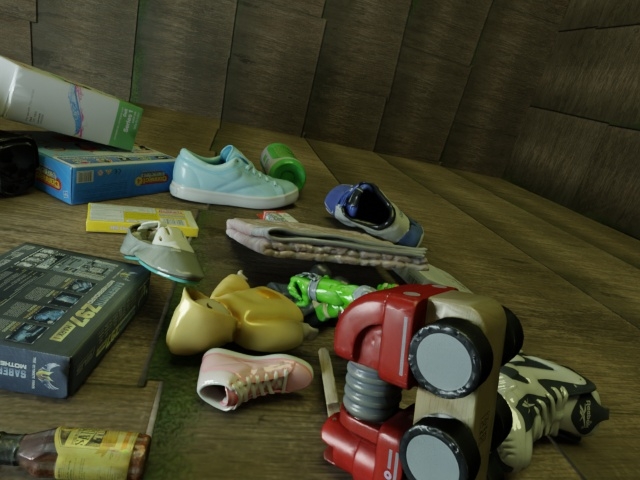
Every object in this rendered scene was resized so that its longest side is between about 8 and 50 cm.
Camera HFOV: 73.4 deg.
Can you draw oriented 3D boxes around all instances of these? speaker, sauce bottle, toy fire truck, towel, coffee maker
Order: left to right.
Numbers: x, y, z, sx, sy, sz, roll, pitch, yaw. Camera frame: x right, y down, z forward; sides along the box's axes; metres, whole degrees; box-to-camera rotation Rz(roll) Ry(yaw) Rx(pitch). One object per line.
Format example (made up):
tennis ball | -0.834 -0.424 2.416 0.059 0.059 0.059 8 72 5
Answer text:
coffee maker | -0.687 -0.191 0.869 0.179 0.171 0.120 16 47 14
sauce bottle | -0.215 0.182 0.367 0.128 0.042 0.042 11 20 -13
speaker | -0.130 -0.244 1.442 0.131 0.131 0.296 7 21 -17
towel | 0.000 0.000 0.868 0.332 0.053 0.317 7 4 -22
toy fire truck | 0.058 0.144 0.438 0.247 0.216 0.159 9 8 38

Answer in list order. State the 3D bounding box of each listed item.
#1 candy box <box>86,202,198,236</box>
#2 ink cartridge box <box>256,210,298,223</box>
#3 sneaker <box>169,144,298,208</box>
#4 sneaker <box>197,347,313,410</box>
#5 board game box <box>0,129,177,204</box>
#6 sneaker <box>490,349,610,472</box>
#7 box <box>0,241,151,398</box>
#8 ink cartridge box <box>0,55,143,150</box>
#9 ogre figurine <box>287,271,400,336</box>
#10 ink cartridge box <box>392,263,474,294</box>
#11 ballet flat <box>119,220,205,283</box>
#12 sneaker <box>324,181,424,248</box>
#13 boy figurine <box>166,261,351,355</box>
candy box | -0.366 -0.042 0.888 0.206 0.027 0.105 3 20 -27
ink cartridge box | -0.111 -0.056 1.089 0.063 0.029 0.115 -1 25 -34
sneaker | -0.212 -0.176 1.170 0.366 0.150 0.135 -1 25 -35
sneaker | -0.076 0.166 0.493 0.135 0.050 0.070 9 22 -3
board game box | -0.575 -0.195 1.076 0.302 0.086 0.308 22 21 23
sneaker | 0.286 0.212 0.537 0.153 0.093 0.235 11 8 17
box | -0.339 0.082 0.527 0.184 0.059 0.232 11 19 -6
ink cartridge box | -0.611 -0.325 1.025 0.201 0.117 0.278 28 12 35
ogre figurine | 0.059 0.105 0.573 0.118 0.197 0.097 -5 34 45
ink cartridge box | 0.250 0.092 0.945 0.179 0.045 0.145 24 13 -27
ballet flat | -0.222 0.008 0.596 0.072 0.068 0.213 16 -4 -42
sneaker | 0.109 -0.094 1.095 0.182 0.127 0.316 39 -2 -44
boy figurine | -0.090 0.093 0.621 0.285 0.092 0.177 -2 28 -45
